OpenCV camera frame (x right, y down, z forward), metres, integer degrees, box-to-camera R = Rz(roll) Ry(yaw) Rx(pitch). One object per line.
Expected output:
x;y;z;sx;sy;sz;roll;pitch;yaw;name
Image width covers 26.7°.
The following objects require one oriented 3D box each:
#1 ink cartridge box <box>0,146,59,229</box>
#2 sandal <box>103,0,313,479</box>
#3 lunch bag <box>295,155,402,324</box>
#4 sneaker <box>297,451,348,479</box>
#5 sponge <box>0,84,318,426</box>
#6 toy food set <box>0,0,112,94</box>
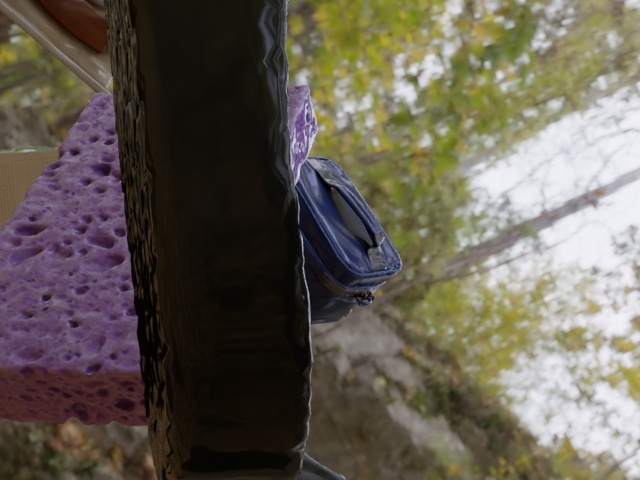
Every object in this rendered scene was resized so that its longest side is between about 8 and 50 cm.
-0.221;0.010;1.079;0.235;0.056;0.171;-1;-85;38;ink cartridge box
-0.023;-0.140;0.464;0.167;0.107;0.445;126;-41;-73;sandal
0.000;0.000;0.783;0.065;0.067;0.098;-44;-111;29;lunch bag
0.011;0.257;1.161;0.232;0.090;0.081;47;-40;31;sneaker
-0.082;-0.002;0.600;0.117;0.210;0.031;1;-53;16;sponge
-0.202;-0.319;1.290;0.220;0.306;0.092;40;-15;-24;toy food set
